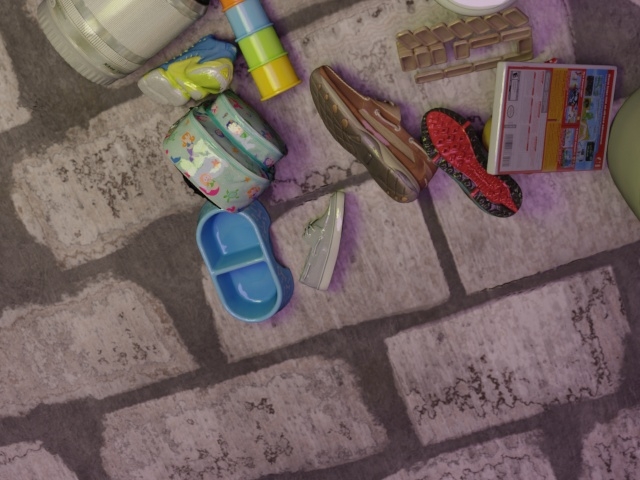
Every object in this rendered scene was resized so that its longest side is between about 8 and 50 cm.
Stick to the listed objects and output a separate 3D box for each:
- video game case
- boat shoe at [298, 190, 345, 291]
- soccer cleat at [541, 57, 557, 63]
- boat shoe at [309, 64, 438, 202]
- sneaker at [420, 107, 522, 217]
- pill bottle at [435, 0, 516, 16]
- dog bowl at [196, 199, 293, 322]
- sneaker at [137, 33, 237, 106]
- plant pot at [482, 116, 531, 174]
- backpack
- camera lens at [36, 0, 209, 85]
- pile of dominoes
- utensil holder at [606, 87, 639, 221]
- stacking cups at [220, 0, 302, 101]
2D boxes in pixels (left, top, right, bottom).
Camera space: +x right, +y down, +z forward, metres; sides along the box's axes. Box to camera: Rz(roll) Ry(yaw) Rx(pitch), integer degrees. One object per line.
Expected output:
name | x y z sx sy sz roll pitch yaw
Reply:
video game case | 0.436 -0.228 1.608 0.285 0.025 0.204 -5 105 -29
boat shoe | 0.000 0.000 1.805 0.081 0.079 0.227 12 113 -1
soccer cleat | 0.431 -0.321 1.672 0.035 0.029 0.083 42 112 -17
boat shoe | 0.106 -0.224 1.712 0.116 0.123 0.324 -41 92 -17
sneaker | 0.284 -0.144 1.699 0.104 0.125 0.262 -37 87 -2
pill bottle | 0.263 -0.490 1.459 0.204 0.361 0.204 2 108 6
dog bowl | -0.168 0.044 1.845 0.166 0.074 0.297 -17 105 13
sneaker | -0.256 -0.343 1.726 0.240 0.126 0.091 2 144 35
plant pot | 0.374 -0.202 1.675 0.095 0.134 0.134 15 113 37
backpack | -0.185 -0.172 1.680 0.225 0.253 0.191 45 108 -7
camera lens | -0.367 -0.454 1.627 0.274 0.219 0.219 -34 101 16
pile of dominoes | 0.270 -0.377 1.611 0.251 0.196 0.040 -11 70 10
utensil holder | 0.691 -0.128 1.513 0.328 0.385 0.327 2 108 6
stacking cups | -0.148 -0.432 1.681 0.096 0.096 0.316 -25 100 14
